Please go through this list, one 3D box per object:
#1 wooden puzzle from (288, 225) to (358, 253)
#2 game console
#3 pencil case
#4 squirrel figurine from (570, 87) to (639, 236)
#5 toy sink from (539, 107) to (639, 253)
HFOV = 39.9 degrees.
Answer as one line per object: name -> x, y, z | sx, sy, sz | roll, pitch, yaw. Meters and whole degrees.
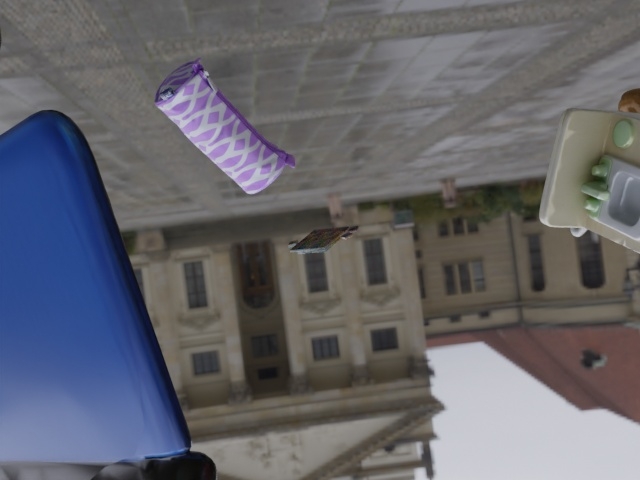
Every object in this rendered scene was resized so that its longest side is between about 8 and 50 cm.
wooden puzzle -> 0.000, 0.000, 0.956 | 0.083, 0.006, 0.049 | -5, -155, 40
game console -> -0.114, 0.080, 0.501 | 0.250, 0.173, 0.293 | 20, 157, -39
pencil case -> -0.131, -0.155, 1.194 | 0.088, 0.206, 0.086 | -32, -146, 21
squirrel figurine -> 0.633, -0.093, 1.613 | 0.397, 0.281, 0.370 | 34, 152, -23
toy sink -> 0.412, -0.070, 1.074 | 0.234, 0.153, 0.131 | 2, -162, -23
